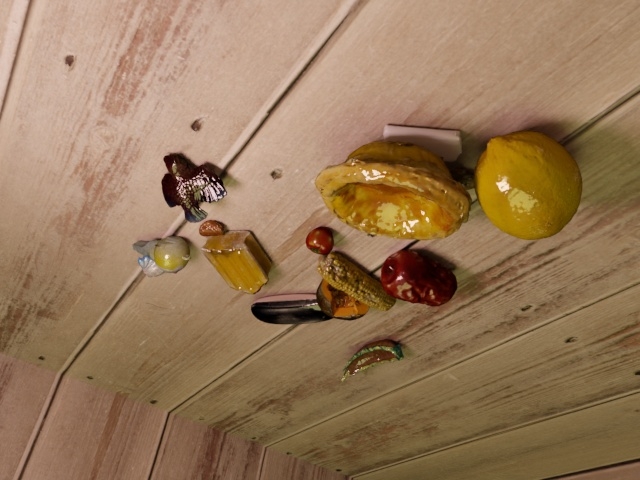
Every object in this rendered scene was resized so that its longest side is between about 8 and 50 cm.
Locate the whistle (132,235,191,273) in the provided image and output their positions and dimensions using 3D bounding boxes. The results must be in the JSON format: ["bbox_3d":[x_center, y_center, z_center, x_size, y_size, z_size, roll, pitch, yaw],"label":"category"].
[{"bbox_3d":[-0.501,0.044,2.149,0.223,0.123,0.123,10,148,27],"label":"whistle"}]

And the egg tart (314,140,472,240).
[{"bbox_3d":[0.179,-0.124,1.622,0.387,0.169,0.388,11,163,3],"label":"egg tart"}]

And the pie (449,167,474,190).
[{"bbox_3d":[0.328,-0.143,1.709,0.170,0.034,0.092,-17,139,43],"label":"pie"}]

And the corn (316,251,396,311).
[{"bbox_3d":[0.111,0.131,2.110,0.320,0.097,0.097,32,140,-30],"label":"corn"}]

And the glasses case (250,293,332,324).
[{"bbox_3d":[-0.092,0.237,2.332,0.314,0.075,0.122,-6,143,24],"label":"glasses case"}]

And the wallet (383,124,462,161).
[{"bbox_3d":[0.242,-0.230,1.610,0.190,0.033,0.095,7,147,8],"label":"wallet"}]

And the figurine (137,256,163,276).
[{"bbox_3d":[-0.543,0.075,2.250,0.114,0.079,0.114,-13,127,-18],"label":"figurine"}]

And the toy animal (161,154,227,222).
[{"bbox_3d":[-0.365,-0.145,1.836,0.218,0.116,0.179,-4,144,31],"label":"toy animal"}]

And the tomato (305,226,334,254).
[{"bbox_3d":[0.000,0.000,1.974,0.087,0.075,0.087,18,158,8],"label":"tomato"}]

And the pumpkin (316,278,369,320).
[{"bbox_3d":[0.058,0.199,2.195,0.183,0.119,0.107,28,131,-16],"label":"pumpkin"}]

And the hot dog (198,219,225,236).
[{"bbox_3d":[-0.328,-0.034,2.052,0.083,0.035,0.058,-3,142,21],"label":"hot dog"}]

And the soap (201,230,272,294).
[{"bbox_3d":[-0.248,0.075,2.144,0.160,0.080,0.257,-2,143,22],"label":"soap"}]

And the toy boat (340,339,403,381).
[{"bbox_3d":[0.184,0.440,2.525,0.108,0.099,0.293,35,132,-30],"label":"toy boat"}]

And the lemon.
[{"bbox_3d":[0.467,-0.122,1.528,0.263,0.236,0.236,13,151,-39],"label":"lemon"}]

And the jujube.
[{"bbox_3d":[0.290,0.116,1.987,0.230,0.155,0.155,22,144,-18],"label":"jujube"}]
